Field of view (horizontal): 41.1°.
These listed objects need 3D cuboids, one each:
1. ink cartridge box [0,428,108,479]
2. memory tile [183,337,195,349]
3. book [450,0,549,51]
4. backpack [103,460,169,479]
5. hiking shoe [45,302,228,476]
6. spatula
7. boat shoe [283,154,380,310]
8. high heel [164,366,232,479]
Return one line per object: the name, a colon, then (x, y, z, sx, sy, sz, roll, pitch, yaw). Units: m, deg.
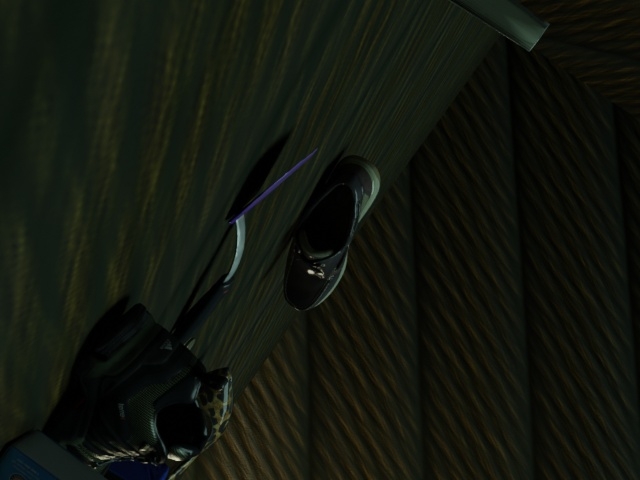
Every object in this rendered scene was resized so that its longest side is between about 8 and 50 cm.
ink cartridge box: (-0.223, 0.221, 0.647, 0.122, 0.088, 0.052, -55, 178, 5)
memory tile: (-0.207, 0.184, 1.032, 0.148, 0.012, 0.113, -56, 175, 20)
book: (0.146, -0.231, 0.793, 0.035, 0.144, 0.096, -56, 175, 24)
backpack: (-0.231, 0.281, 0.952, 0.120, 0.098, 0.101, -57, 179, 21)
hiking shoe: (-0.156, 0.158, 0.707, 0.086, 0.114, 0.227, -49, 173, -47)
spatula: (-0.093, 0.019, 0.880, 0.296, 0.030, 0.084, -57, 174, 33)
boat shoe: (0.000, 0.000, 1.323, 0.092, 0.102, 0.285, -38, 160, -57)
high heel: (-0.229, 0.316, 1.316, 0.261, 0.093, 0.186, -56, 171, 28)
